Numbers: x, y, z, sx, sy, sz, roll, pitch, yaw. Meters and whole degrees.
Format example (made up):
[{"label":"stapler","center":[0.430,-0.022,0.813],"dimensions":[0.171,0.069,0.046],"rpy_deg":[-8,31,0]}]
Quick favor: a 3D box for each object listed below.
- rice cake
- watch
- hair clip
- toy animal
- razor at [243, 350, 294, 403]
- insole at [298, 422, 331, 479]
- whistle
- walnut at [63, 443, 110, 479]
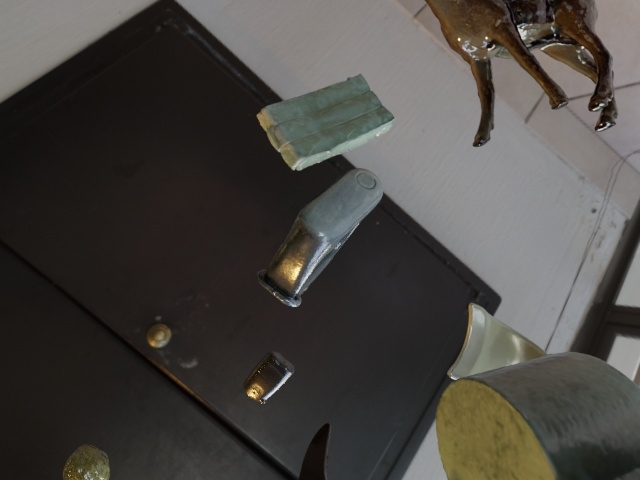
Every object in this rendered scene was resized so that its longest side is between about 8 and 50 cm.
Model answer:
[{"label":"rice cake","center":[0.011,-0.189,0.689],"dimensions":[0.124,0.211,0.038],"rpy_deg":[58,151,16]},{"label":"watch","center":[0.000,0.000,0.602],"dimensions":[0.068,0.206,0.193],"rpy_deg":[38,143,6]},{"label":"hair clip","center":[0.420,0.270,1.018],"dimensions":[0.282,0.172,0.113],"rpy_deg":[22,169,-7]},{"label":"toy animal","center":[0.152,-0.213,0.402],"dimensions":[0.087,0.244,0.259],"rpy_deg":[-42,58,58]},{"label":"razor","center":[-0.146,0.377,1.207],"dimensions":[0.090,0.148,0.054],"rpy_deg":[41,-164,2]},{"label":"insole","center":[-0.019,0.384,0.668],"dimensions":[0.007,0.111,0.328],"rpy_deg":[39,-170,-1]},{"label":"whistle","center":[0.281,0.227,0.441],"dimensions":[0.405,0.168,0.188],"rpy_deg":[156,107,-68]},{"label":"walnut","center":[-0.436,0.429,0.818],"dimensions":[0.092,0.092,0.092],"rpy_deg":[32,154,17]}]
